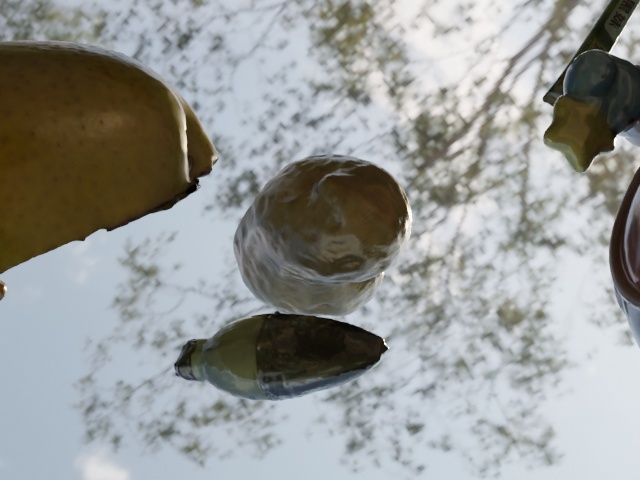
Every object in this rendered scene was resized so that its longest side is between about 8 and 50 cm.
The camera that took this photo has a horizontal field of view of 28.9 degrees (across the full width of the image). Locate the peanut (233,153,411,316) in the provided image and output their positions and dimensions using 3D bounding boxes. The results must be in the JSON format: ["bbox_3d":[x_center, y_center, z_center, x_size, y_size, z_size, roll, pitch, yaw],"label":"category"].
[{"bbox_3d":[0.000,0.000,1.510,0.169,0.387,0.192,-35,-92,-18],"label":"peanut"}]

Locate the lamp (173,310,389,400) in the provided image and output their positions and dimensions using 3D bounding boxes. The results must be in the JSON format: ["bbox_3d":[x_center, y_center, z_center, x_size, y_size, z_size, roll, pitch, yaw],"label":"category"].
[{"bbox_3d":[-0.046,0.131,1.391,0.101,0.250,0.101,-3,-90,-70],"label":"lamp"}]

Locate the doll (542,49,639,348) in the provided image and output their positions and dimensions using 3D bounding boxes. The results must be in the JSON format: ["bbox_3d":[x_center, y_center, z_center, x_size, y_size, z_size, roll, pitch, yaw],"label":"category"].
[{"bbox_3d":[0.165,-0.058,0.381,0.151,0.151,0.287,38,-123,-18],"label":"doll"}]

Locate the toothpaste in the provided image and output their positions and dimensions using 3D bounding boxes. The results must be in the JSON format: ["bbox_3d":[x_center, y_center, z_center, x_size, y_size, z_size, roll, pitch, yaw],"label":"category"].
[{"bbox_3d":[0.359,-0.255,1.595,0.049,0.204,0.031,31,-171,0],"label":"toothpaste"}]

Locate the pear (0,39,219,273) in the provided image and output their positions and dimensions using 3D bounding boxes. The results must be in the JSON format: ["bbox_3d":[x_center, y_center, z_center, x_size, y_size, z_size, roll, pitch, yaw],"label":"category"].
[{"bbox_3d":[-0.298,-0.068,1.092,0.340,0.386,0.191,-59,-53,-76],"label":"pear"}]

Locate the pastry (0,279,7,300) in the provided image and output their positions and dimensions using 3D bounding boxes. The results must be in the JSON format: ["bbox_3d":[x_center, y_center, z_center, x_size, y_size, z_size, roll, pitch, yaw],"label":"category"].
[{"bbox_3d":[-0.253,-0.005,0.582,0.250,0.102,0.154,52,-165,-49],"label":"pastry"}]
